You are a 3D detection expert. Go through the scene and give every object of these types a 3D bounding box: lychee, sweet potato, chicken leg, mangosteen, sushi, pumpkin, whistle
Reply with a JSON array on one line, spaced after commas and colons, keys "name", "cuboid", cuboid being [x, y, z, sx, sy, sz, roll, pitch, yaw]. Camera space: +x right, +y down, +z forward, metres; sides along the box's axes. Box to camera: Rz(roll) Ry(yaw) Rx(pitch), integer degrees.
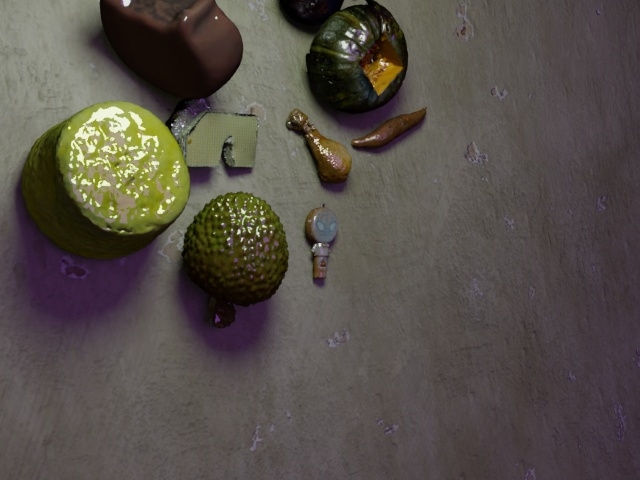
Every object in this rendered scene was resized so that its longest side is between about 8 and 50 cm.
[{"name": "lychee", "cuboid": [-0.208, 0.038, 1.588, 0.270, 0.270, 0.320, -36, 138, -27]}, {"name": "sweet potato", "cuboid": [0.230, -0.351, 1.978, 0.314, 0.072, 0.066, -33, 87, -25]}, {"name": "chicken leg", "cuboid": [-0.003, -0.273, 1.833, 0.251, 0.087, 0.107, 49, 54, -10]}, {"name": "mangosteen", "cuboid": [-0.028, -0.726, 1.813, 0.194, 0.194, 0.230, 11, 55, -28]}, {"name": "sushi", "cuboid": [-0.343, -0.305, 1.643, 0.090, 0.078, 0.150, 35, 68, -29]}, {"name": "pumpkin", "cuboid": [0.115, -0.515, 1.831, 0.320, 0.192, 0.320, -20, 124, -33]}, {"name": "whistle", "cuboid": [0.000, 0.000, 1.825, 0.107, 0.057, 0.220, 2, 89, -43]}]

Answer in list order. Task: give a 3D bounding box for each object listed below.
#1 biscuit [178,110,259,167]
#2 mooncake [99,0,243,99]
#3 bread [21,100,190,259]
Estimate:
[{"name": "biscuit", "cuboid": [-0.261, -0.259, 1.649, 0.250, 0.046, 0.147, -10, 108, -50]}, {"name": "mooncake", "cuboid": [-0.356, -0.499, 1.515, 0.174, 0.326, 0.334, -55, 133, -25]}, {"name": "bread", "cuboid": [-0.471, -0.139, 1.423, 0.348, 0.308, 0.348, 5, 79, -28]}]
